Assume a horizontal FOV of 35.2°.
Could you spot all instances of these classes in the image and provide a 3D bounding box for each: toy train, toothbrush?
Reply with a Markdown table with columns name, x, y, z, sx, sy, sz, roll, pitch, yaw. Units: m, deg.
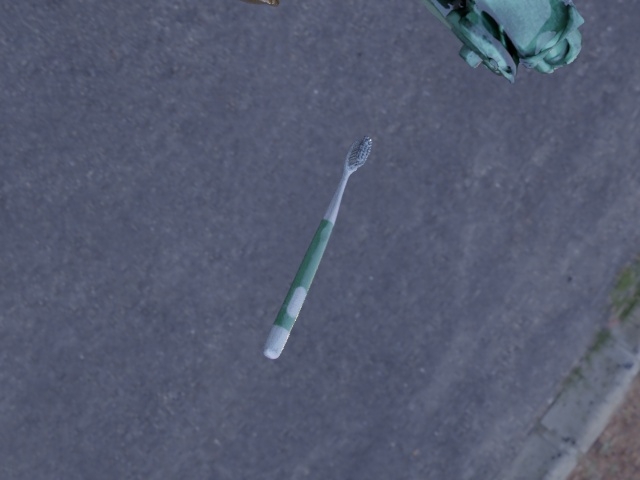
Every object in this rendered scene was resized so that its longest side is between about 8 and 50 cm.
| name | x | y | z | sx | sy | sz | roll | pitch | yaw |
| --- | --- | --- | --- | --- | --- | --- | --- | --- | --- |
| toy train | 0.151 | -0.299 | 1.019 | 0.167 | 0.238 | 0.299 | -41 | 121 | 9 |
| toothbrush | 0.000 | 0.000 | 0.950 | 0.018 | 0.024 | 0.257 | 37 | 58 | -21 |

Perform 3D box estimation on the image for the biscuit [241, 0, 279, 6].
| name | x | y | z | sx | sy | sz | roll | pitch | yaw |
| --- | --- | --- | --- | --- | --- | --- | --- | --- | --- |
| biscuit | -0.099 | -0.201 | 0.706 | 0.124 | 0.175 | 0.026 | 7 | 113 | -53 |
